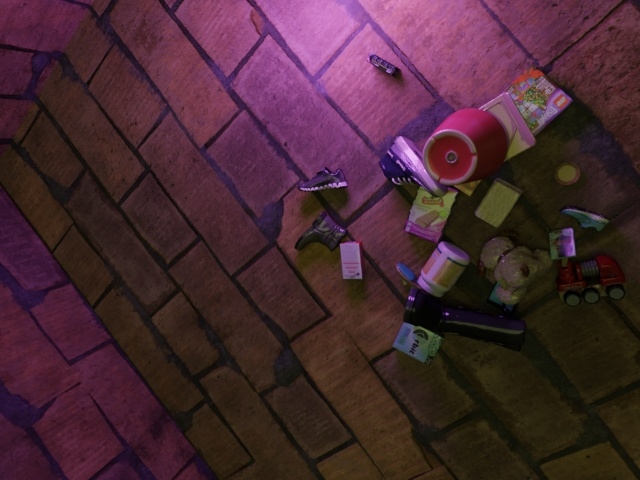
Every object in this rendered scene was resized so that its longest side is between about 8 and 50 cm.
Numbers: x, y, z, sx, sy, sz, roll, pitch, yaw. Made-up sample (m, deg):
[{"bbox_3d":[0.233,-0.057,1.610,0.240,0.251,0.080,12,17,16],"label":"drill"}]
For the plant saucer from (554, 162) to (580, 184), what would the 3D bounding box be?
[{"bbox_3d":[0.918,-0.249,1.681,0.083,0.015,0.083,6,105,21],"label":"plant saucer"}]

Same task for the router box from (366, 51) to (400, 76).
[{"bbox_3d":[0.252,-0.703,1.808,0.122,0.092,0.038,35,113,12],"label":"router box"}]

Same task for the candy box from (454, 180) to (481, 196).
[{"bbox_3d":[0.552,-0.274,1.808,0.187,0.053,0.109,36,113,10],"label":"candy box"}]

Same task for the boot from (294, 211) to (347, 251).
[{"bbox_3d":[0.000,0.000,2.091,0.161,0.083,0.246,43,116,2],"label":"boot"}]

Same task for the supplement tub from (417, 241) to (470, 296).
[{"bbox_3d":[0.507,0.119,1.868,0.144,0.144,0.199,34,113,12],"label":"supplement tub"}]

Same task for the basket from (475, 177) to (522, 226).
[{"bbox_3d":[0.688,-0.143,1.753,0.113,0.103,0.167,32,113,14],"label":"basket"}]

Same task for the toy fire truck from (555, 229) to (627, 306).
[{"bbox_3d":[0.983,0.091,1.679,0.217,0.158,0.246,-14,107,25],"label":"toy fire truck"}]

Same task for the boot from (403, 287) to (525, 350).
[{"bbox_3d":[0.572,0.322,1.782,0.445,0.367,0.146,14,82,22],"label":"boot"}]

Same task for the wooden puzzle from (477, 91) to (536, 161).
[{"bbox_3d":[0.643,-0.395,1.686,0.239,0.044,0.221,-30,91,35],"label":"wooden puzzle"}]

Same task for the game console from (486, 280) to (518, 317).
[{"bbox_3d":[0.749,0.233,1.838,0.071,0.107,0.122,14,111,-11],"label":"game console"}]

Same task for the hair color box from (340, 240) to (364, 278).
[{"bbox_3d":[0.146,0.090,2.063,0.093,0.053,0.167,-1,101,22],"label":"hair color box"}]

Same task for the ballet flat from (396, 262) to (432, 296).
[{"bbox_3d":[0.401,0.184,1.973,0.206,0.073,0.067,41,128,13],"label":"ballet flat"}]

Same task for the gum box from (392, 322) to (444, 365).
[{"bbox_3d":[0.439,0.452,2.033,0.184,0.041,0.157,26,111,14],"label":"gum box"}]

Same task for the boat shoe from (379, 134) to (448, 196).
[{"bbox_3d":[0.364,-0.258,1.804,0.158,0.127,0.340,-49,47,29],"label":"boat shoe"}]

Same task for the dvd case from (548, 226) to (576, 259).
[{"bbox_3d":[0.908,0.012,1.695,0.087,0.013,0.119,-13,54,39],"label":"dvd case"}]

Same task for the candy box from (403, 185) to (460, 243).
[{"bbox_3d":[0.458,-0.122,1.872,0.159,0.071,0.233,22,109,17],"label":"candy box"}]

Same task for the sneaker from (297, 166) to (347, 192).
[{"bbox_3d":[0.005,-0.275,2.025,0.234,0.078,0.106,-4,98,20],"label":"sneaker"}]

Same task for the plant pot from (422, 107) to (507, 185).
[{"bbox_3d":[0.503,-0.320,1.620,0.275,0.243,0.274,15,118,31],"label":"plant pot"}]

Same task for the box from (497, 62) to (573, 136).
[{"bbox_3d":[0.740,-0.472,1.678,0.201,0.057,0.293,46,115,7],"label":"box"}]

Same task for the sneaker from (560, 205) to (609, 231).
[{"bbox_3d":[0.972,-0.076,1.675,0.162,0.063,0.073,24,114,16],"label":"sneaker"}]

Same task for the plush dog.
[{"bbox_3d":[0.723,0.084,1.748,0.262,0.211,0.225,-51,51,7],"label":"plush dog"}]
